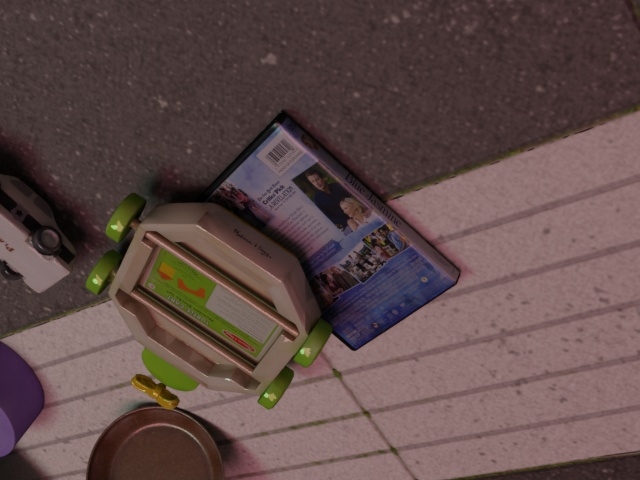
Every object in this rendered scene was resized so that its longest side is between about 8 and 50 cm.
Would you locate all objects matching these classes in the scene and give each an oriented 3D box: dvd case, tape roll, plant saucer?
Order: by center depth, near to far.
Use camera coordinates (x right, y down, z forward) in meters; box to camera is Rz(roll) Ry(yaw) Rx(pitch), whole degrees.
[{"bbox_3d":[0.000,0.000,1.043,0.253,0.022,0.180,41,133,-10],"label":"dvd case"},{"bbox_3d":[-0.223,0.327,1.338,0.198,0.199,0.036,17,174,12],"label":"plant saucer"},{"bbox_3d":[-0.506,0.224,1.424,0.189,0.080,0.189,14,131,16],"label":"tape roll"}]

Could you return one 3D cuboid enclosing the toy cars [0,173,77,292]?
[{"bbox_3d":[-0.467,-0.059,1.178,0.393,0.087,0.176,16,137,9],"label":"toy cars"}]

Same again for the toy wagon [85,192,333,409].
[{"bbox_3d":[-0.144,0.091,1.142,0.267,0.068,0.344,34,140,-1],"label":"toy wagon"}]
